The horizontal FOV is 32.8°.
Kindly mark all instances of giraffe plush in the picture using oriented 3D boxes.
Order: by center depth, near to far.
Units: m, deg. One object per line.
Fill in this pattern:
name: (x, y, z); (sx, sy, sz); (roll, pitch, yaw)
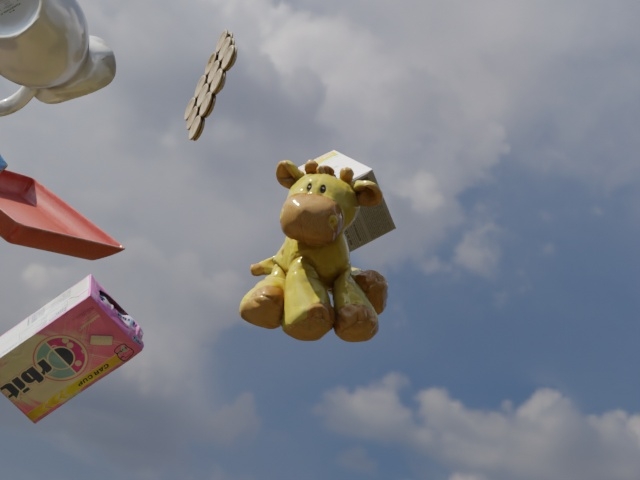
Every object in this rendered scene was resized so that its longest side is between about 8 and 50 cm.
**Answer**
giraffe plush: (0.000, 0.000, 1.290); (0.181, 0.210, 0.170); (4, -64, -7)

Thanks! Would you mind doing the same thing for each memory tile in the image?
memory tile: (-0.154, -0.219, 1.526); (0.012, 0.113, 0.148); (20, -70, -22)

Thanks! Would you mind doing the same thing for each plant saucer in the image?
plant saucer: (-0.482, -0.049, 1.747); (0.258, 0.047, 0.259); (34, 8, 28)

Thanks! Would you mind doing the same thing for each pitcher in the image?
pitcher: (-0.350, -0.220, 1.280); (0.178, 0.125, 0.207); (-32, -14, -2)

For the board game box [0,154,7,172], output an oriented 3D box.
board game box: (-0.476, -0.122, 1.030); (0.141, 0.232, 0.291); (-34, -1, 12)

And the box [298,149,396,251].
box: (0.029, -0.066, 1.808); (0.114, 0.103, 0.203); (67, -11, -20)

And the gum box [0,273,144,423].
gum box: (-0.332, 0.139, 1.412); (0.188, 0.062, 0.107); (-34, -63, 7)
